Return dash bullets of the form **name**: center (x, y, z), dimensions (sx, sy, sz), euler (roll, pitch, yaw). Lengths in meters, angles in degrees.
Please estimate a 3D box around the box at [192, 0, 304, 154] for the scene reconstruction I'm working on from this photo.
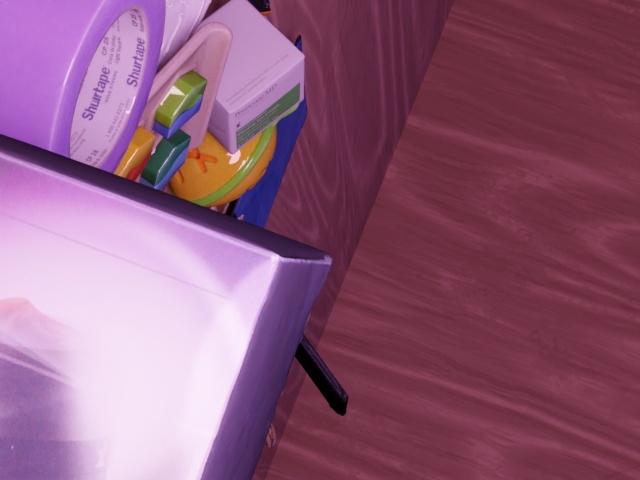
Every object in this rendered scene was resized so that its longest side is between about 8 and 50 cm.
- **box**: center (-0.083, -0.163, 1.392), dimensions (0.101, 0.102, 0.087), euler (-39, 161, -17)

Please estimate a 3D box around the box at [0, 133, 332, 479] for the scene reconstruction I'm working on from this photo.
- **box**: center (-0.188, 0.093, 0.763), dimensions (0.183, 0.296, 0.294), euler (16, 94, -81)

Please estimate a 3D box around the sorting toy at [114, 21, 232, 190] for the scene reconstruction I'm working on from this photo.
- **sorting toy**: center (-0.154, -0.071, 1.219), dimensions (0.208, 0.038, 0.193), euler (-47, 171, -32)

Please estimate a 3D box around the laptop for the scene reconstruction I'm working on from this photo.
- **laptop**: center (0.000, 0.000, 1.926), dimensions (0.236, 0.408, 0.382), euler (-35, 172, -5)

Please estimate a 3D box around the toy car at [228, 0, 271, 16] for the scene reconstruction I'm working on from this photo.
- **toy car**: center (-0.106, -0.232, 1.458), dimensions (0.122, 0.060, 0.040), euler (-30, 160, -35)

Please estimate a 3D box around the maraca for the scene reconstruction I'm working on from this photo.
- **maraca**: center (-0.090, -0.112, 1.478), dimensions (0.186, 0.127, 0.099), euler (-49, 132, 4)

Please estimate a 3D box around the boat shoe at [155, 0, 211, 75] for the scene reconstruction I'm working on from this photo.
- **boat shoe**: center (-0.145, -0.186, 1.202), dimensions (0.184, 0.066, 0.063), euler (-61, 174, 11)

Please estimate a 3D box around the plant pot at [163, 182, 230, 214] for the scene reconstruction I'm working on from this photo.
- **plant pot**: center (-0.130, -0.072, 1.649), dimensions (0.236, 0.032, 0.236), euler (21, 90, -81)

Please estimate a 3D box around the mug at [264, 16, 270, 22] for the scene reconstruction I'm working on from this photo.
- **mug**: center (-0.080, -0.213, 1.532), dimensions (0.078, 0.062, 0.064), euler (-100, -163, -68)

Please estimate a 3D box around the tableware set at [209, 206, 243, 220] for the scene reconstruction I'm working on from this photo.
- **tableware set**: center (-0.152, 0.024, 1.597), dimensions (0.168, 0.020, 0.141), euler (-44, 168, -4)

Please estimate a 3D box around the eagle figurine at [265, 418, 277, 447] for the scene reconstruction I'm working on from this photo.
- **eagle figurine**: center (-0.176, 0.197, 1.587), dimensions (0.225, 0.298, 0.226), euler (4, -68, 63)

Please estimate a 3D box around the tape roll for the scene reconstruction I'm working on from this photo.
- **tape roll**: center (-0.185, -0.118, 1.013), dimensions (0.189, 0.080, 0.189), euler (20, 90, -81)
